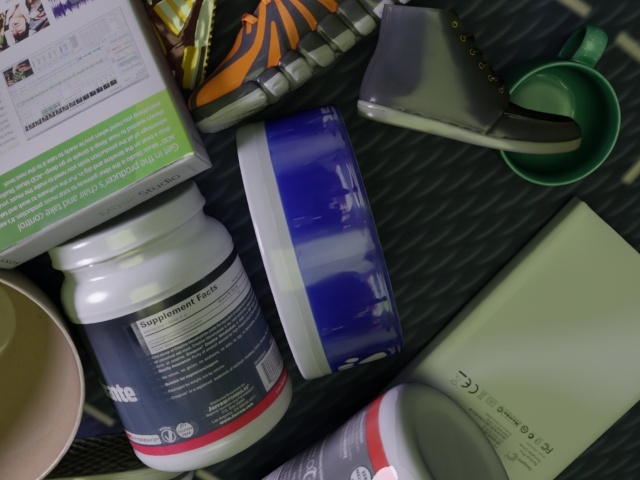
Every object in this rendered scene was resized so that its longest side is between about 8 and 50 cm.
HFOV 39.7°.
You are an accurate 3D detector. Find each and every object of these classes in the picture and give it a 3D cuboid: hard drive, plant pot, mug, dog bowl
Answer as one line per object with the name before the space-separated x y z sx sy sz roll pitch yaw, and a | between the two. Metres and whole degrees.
hard drive | 0.263 0.150 1.065 0.233 0.047 0.353 40 102 -12
plant pot | -0.401 0.124 0.944 0.284 0.191 0.284 -5 111 -15
mug | 0.253 -0.139 0.950 0.158 0.097 0.129 -34 104 8
dog bowl | 0.000 0.000 0.898 0.104 0.265 0.264 -15 107 1

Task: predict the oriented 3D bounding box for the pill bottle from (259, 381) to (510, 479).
pill bottle | 0.024 0.337 1.008 0.210 0.210 0.363 44 115 -13

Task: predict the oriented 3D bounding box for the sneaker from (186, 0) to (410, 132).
sneaker | -0.036 -0.257 0.894 0.321 0.124 0.180 -39 98 -9

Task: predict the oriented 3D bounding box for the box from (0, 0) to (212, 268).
box | -0.270 -0.163 0.870 0.232 0.058 0.321 -26 75 8

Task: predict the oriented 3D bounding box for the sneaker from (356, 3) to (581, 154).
sneaker | 0.154 -0.154 0.849 0.222 0.083 0.118 11 104 -5

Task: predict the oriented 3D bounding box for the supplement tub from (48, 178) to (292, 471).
supplement tub | -0.160 0.091 0.958 0.191 0.191 0.272 -20 106 4

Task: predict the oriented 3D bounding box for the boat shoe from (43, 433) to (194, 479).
boat shoe | -0.396 0.332 1.032 0.501 0.187 0.155 -4 101 -6

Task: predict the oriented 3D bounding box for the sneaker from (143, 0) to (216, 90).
sneaker | -0.149 -0.249 0.909 0.084 0.069 0.185 6 97 -11
